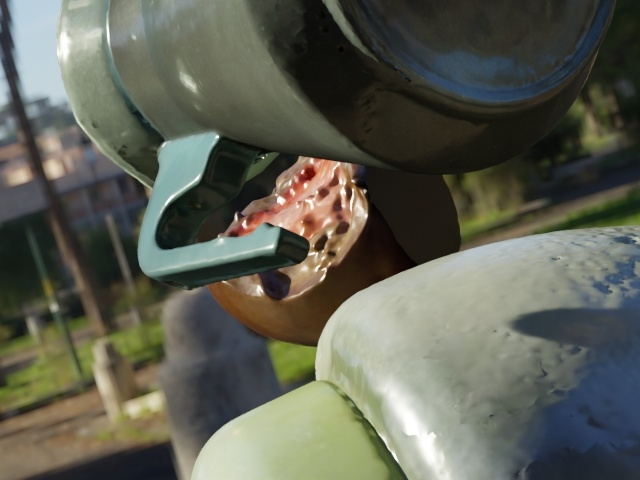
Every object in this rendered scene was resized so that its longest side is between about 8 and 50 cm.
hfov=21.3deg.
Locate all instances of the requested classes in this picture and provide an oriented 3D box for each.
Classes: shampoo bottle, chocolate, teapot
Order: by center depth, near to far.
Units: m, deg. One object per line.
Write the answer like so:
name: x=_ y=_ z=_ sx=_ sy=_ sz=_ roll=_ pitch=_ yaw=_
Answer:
teapot: x=-0.008 y=-0.083 z=0.686 sx=0.171 sy=0.203 sz=0.225 roll=23 pitch=-19 yaw=-27
shampoo bottle: x=0.119 y=0.155 z=0.802 sx=0.317 sy=0.323 sz=0.322 roll=-24 pitch=5 yaw=-12
chocolate: x=0.000 y=0.000 z=0.957 sx=0.133 sy=0.127 sz=0.124 roll=-17 pitch=9 yaw=37
